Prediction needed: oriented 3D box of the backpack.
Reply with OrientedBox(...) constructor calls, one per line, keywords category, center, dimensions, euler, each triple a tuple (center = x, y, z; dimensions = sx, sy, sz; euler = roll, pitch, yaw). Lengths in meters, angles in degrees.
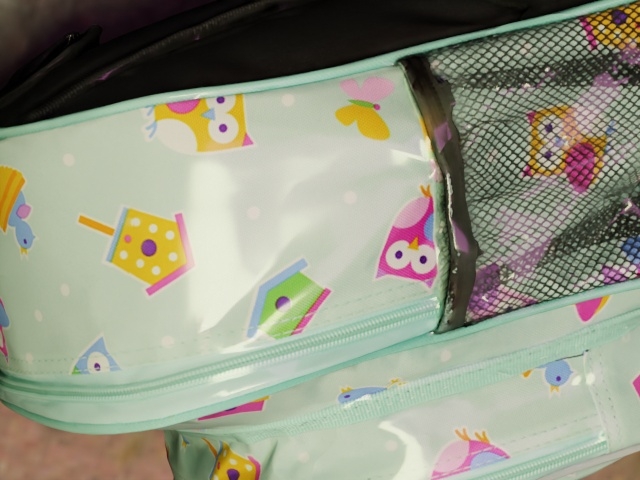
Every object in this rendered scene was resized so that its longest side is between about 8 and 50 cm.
OrientedBox(category="backpack", center=(0.000, 0.000, 0.512), dimensions=(0.188, 0.166, 0.144), euler=(-6, 95, -20))
